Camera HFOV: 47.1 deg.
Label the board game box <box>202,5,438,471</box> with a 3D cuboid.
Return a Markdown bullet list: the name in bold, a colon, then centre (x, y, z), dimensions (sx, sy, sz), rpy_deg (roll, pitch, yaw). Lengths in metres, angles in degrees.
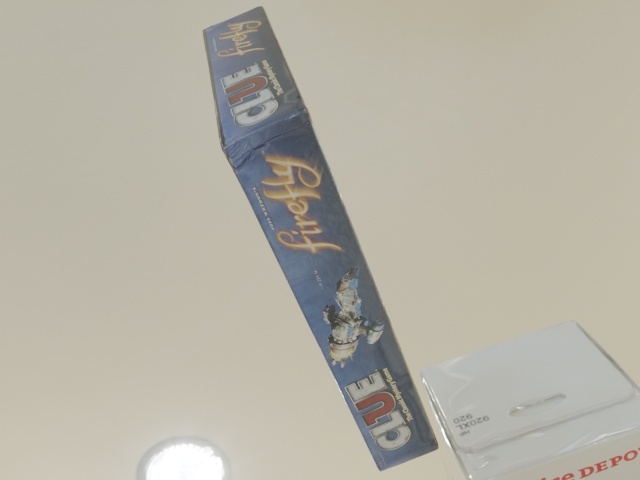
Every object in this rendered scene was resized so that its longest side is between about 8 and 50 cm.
- **board game box**: centre (0.000, 0.000, 0.446), dimensions (0.042, 0.165, 0.243), rpy_deg (-22, -56, 2)

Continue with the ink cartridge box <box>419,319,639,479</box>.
- **ink cartridge box**: centre (0.216, 0.230, 0.697), dimensions (0.171, 0.168, 0.233), rpy_deg (-19, -64, -2)
